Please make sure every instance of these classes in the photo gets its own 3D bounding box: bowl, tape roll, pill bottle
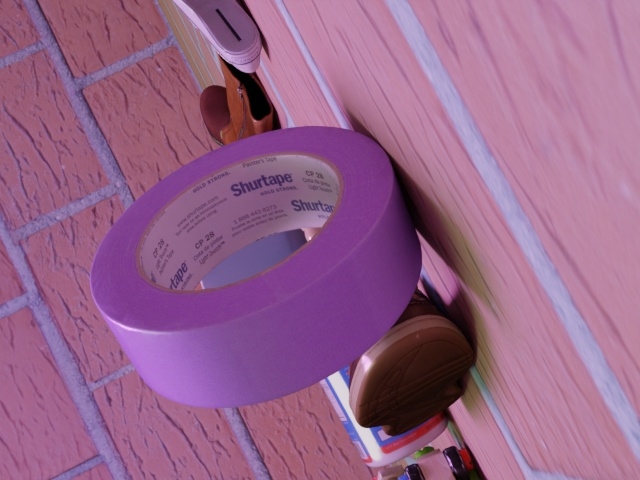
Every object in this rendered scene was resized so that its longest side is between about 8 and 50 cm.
[{"bbox_3d":[-0.083,0.012,1.634,0.311,0.163,0.311,-17,-90,-81],"label":"bowl"},{"bbox_3d":[-0.055,0.014,0.898,0.090,0.275,0.275,65,175,-33],"label":"tape roll"},{"bbox_3d":[0.061,0.167,1.338,0.221,0.124,0.124,62,175,0],"label":"pill bottle"}]

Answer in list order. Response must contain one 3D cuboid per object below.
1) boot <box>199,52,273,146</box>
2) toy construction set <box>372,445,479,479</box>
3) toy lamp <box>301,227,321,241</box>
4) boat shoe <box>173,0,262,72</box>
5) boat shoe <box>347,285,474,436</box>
[{"bbox_3d":[-0.146,-0.222,1.724,0.264,0.096,0.280,62,174,25],"label":"boot"},{"bbox_3d":[0.173,0.386,1.311,0.328,0.151,0.215,45,165,40],"label":"toy construction set"},{"bbox_3d":[0.000,0.000,1.271,0.275,0.080,0.080,62,175,22],"label":"toy lamp"},{"bbox_3d":[-0.150,-0.308,1.351,0.226,0.083,0.076,61,174,17],"label":"boat shoe"},{"bbox_3d":[0.069,0.103,1.009,0.123,0.123,0.342,61,-179,19],"label":"boat shoe"}]
